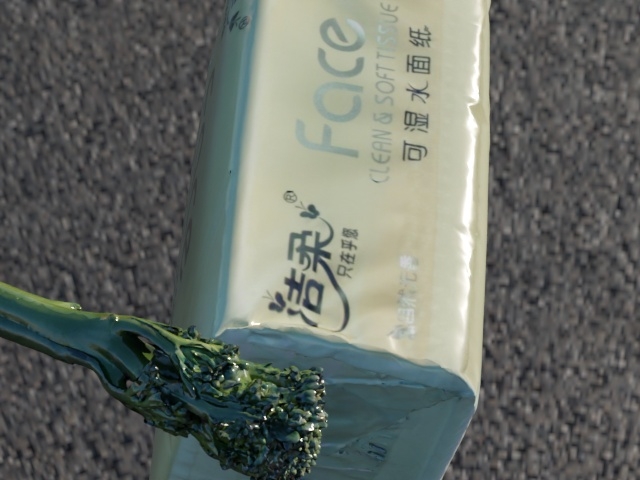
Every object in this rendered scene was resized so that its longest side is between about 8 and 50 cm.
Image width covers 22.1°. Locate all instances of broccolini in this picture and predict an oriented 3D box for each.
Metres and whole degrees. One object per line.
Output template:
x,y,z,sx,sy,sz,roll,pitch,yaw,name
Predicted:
-0.098,0.029,0.620,0.239,0.051,0.054,23,75,26,broccolini

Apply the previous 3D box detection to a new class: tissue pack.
0.000,0.000,1.214,0.205,0.331,0.405,10,54,-8,tissue pack
